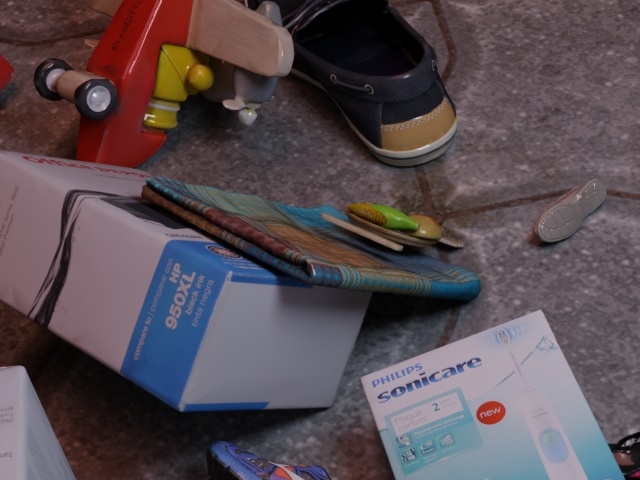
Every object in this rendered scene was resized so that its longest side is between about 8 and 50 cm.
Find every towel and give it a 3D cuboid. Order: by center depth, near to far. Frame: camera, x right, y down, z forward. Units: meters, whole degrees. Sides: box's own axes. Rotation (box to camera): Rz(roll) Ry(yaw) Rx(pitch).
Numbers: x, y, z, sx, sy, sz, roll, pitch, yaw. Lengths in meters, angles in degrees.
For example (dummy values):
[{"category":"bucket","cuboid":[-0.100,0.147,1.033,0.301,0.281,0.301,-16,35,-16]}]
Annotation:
[{"category":"towel","cuboid":[0.000,0.000,1.802,0.271,0.370,0.040,26,99,33]}]

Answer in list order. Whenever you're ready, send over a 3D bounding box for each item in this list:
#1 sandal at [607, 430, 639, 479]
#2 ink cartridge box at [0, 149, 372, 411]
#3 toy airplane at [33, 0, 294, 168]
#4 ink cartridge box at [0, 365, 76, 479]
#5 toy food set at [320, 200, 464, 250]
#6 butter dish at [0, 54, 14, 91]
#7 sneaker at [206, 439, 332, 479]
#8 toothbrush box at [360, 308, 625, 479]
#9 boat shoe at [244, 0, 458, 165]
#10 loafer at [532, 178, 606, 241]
[{"category":"sandal","cuboid":[0.344,0.233,1.656,0.179,0.040,0.067,-7,43,5]},{"category":"ink cartridge box","cuboid":[-0.185,0.043,1.784,0.395,0.166,0.285,25,10,33]},{"category":"toy airplane","cuboid":[-0.193,-0.300,2.177,0.384,0.272,0.386,-29,50,29]},{"category":"ink cartridge box","cuboid":[-0.281,0.360,1.468,0.091,0.308,0.385,-10,44,2]},{"category":"toy food set","cuboid":[0.095,-0.026,1.898,0.132,0.038,0.192,23,11,26]},{"category":"butter dish","cuboid":[-0.571,-0.239,2.317,0.160,0.118,0.160,40,55,-8]},{"category":"sneaker","cuboid":[-0.035,0.278,1.680,0.221,0.083,0.087,27,43,28]},{"category":"toothbrush box","cuboid":[0.190,0.243,1.606,0.216,0.126,0.295,-20,42,2]},{"category":"boat shoe","cuboid":[0.034,-0.294,2.204,0.187,0.156,0.500,-26,43,-12]},{"category":"loafer","cuboid":[0.310,-0.035,1.954,0.125,0.045,0.039,-36,15,-27]}]
